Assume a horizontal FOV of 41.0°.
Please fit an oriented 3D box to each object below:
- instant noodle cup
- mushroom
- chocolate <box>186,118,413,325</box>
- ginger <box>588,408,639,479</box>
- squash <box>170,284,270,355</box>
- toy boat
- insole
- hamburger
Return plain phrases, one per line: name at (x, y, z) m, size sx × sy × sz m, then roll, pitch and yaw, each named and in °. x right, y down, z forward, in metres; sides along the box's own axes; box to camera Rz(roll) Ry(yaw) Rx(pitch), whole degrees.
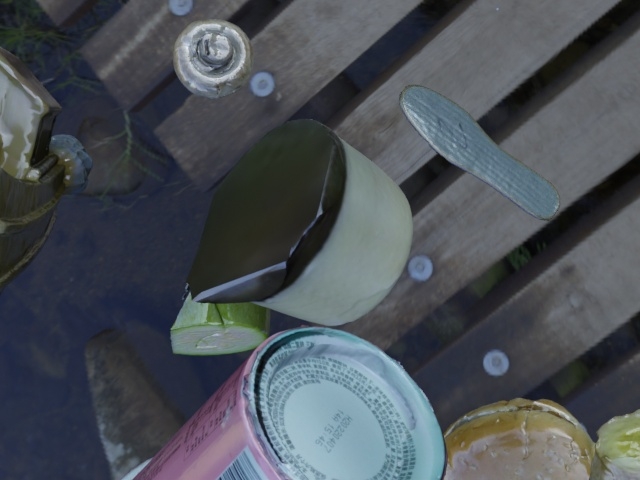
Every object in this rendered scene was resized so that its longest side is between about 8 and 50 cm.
instant noodle cup at (-0.033, 0.205, 0.670) m, size 0.244 × 0.244 × 0.255 m, roll 35°, pitch 126°, yaw 1°
mushroom at (-0.215, -0.367, 1.732) m, size 0.166 × 0.127 × 0.166 m, roll 0°, pitch 90°, yaw -14°
chocolate at (0.000, 0.000, 1.408) m, size 0.297 × 0.326 × 0.314 m, roll 36°, pitch 138°, yaw -27°
ginger at (0.233, 0.219, 0.558) m, size 0.081 × 0.115 × 0.205 m, roll -24°, pitch 103°, yaw 47°
squash at (-0.200, 0.054, 1.735) m, size 0.210 × 0.233 × 0.309 m, roll -2°, pitch 69°, yaw -7°
toy boat at (-0.233, -0.056, 0.603) m, size 0.136 × 0.445 × 0.162 m, roll 13°, pitch 98°, yaw -15°
insole at (0.151, -0.083, 0.809) m, size 0.188 × 0.064 × 0.004 m, roll 36°, pitch 150°, yaw -4°
hamburger at (0.295, 0.373, 1.223) m, size 0.259 × 0.144 × 0.283 m, roll -28°, pitch 95°, yaw 22°
